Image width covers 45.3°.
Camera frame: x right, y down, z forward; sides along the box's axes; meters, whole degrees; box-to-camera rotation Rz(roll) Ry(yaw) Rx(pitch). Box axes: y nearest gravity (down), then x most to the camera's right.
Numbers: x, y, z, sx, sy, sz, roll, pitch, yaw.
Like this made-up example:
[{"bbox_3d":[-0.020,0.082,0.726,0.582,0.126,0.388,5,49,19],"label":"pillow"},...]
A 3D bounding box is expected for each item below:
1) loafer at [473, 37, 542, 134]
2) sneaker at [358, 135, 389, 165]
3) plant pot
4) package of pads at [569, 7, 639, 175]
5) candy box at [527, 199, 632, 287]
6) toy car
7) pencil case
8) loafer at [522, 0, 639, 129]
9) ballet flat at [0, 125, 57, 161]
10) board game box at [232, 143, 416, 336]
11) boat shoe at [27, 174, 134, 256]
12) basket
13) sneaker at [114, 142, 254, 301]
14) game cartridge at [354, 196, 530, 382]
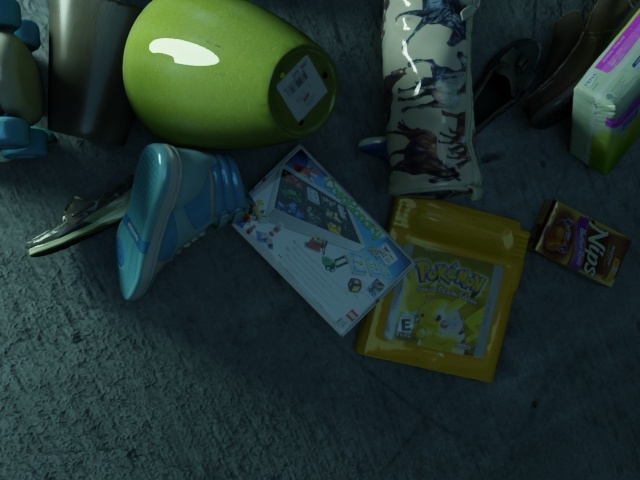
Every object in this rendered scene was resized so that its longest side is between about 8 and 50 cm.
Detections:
[{"bbox_3d":[0.336,-0.280,1.454,0.096,0.084,0.267,44,85,-10],"label":"loafer"},{"bbox_3d":[0.143,-0.145,1.439,0.152,0.058,0.084,5,84,-18],"label":"sneaker"},{"bbox_3d":[-0.119,-0.254,1.209,0.275,0.293,0.274,-17,117,-37],"label":"plant pot"},{"bbox_3d":[0.563,-0.279,1.403,0.101,0.296,0.229,38,85,23],"label":"package of pads"},{"bbox_3d":[0.514,0.007,1.525,0.187,0.053,0.109,25,88,-13],"label":"candy box"},{"bbox_3d":[-0.560,-0.237,1.175,0.238,0.210,0.219,-5,89,-6],"label":"toy car"},{"bbox_3d":[0.200,-0.260,1.345,0.160,0.184,0.410,8,78,-47],"label":"pencil case"},{"bbox_3d":[0.493,-0.363,1.474,0.130,0.134,0.366,39,75,12],"label":"loafer"},{"bbox_3d":[-0.559,-0.168,1.305,0.213,0.072,0.068,9,119,-11],"label":"ballet flat"},{"bbox_3d":[0.000,0.000,1.398,0.193,0.053,0.305,-44,92,-3],"label":"board game box"},{"bbox_3d":[-0.408,-0.044,1.332,0.224,0.080,0.073,-27,93,-14],"label":"boat shoe"},{"bbox_3d":[-0.373,-0.282,1.287,0.204,0.154,0.226,13,95,-8],"label":"basket"},{"bbox_3d":[-0.228,-0.021,1.321,0.208,0.127,0.319,-3,136,-36],"label":"sneaker"},{"bbox_3d":[0.239,0.090,1.477,0.285,0.053,0.323,14,92,-12],"label":"game cartridge"}]
